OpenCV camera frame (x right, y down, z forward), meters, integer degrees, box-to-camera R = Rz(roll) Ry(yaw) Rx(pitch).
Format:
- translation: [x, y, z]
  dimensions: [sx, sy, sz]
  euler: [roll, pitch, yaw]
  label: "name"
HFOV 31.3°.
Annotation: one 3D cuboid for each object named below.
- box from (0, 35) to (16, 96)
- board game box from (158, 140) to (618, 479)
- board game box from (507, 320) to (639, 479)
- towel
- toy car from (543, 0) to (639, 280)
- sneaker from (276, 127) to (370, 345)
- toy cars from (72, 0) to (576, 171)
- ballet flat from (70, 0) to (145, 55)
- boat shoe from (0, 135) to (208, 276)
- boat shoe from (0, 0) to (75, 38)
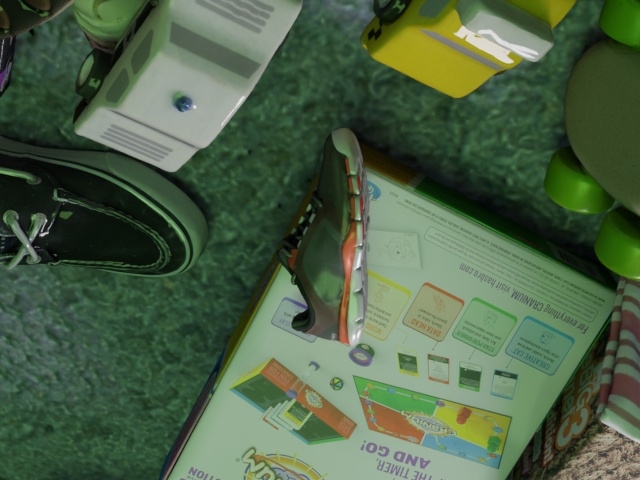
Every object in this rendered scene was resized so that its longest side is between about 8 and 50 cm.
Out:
- translation: [-0.276, -0.191, 0.832]
  dimensions: [0.116, 0.029, 0.162]
  euler: [20, 129, -2]
  label: "box"
- translation: [0.046, 0.111, 0.889]
  dimensions: [0.242, 0.064, 0.317]
  euler: [27, 106, -7]
  label: "board game box"
- translation: [0.264, 0.208, 0.931]
  dimensions: [0.232, 0.141, 0.291]
  euler: [28, 128, -8]
  label: "board game box"
- translation: [0.269, 0.074, 0.796]
  dimensions: [0.144, 0.197, 0.029]
  euler: [27, 144, -8]
  label: "towel"
- translation: [0.269, -0.072, 0.754]
  dimensions: [0.188, 0.149, 0.155]
  euler: [-1, 126, -19]
  label: "toy car"
- translation: [0.000, 0.000, 0.792]
  dimensions: [0.064, 0.061, 0.158]
  euler: [2, 107, 7]
  label: "sneaker"
- translation: [0.010, -0.130, 0.729]
  dimensions: [0.393, 0.087, 0.176]
  euler: [-14, 136, 8]
  label: "toy cars"
- translation: [-0.129, -0.196, 0.761]
  dimensions: [0.077, 0.079, 0.221]
  euler: [30, 128, 5]
  label: "ballet flat"
- translation: [-0.242, -0.023, 0.902]
  dimensions: [0.301, 0.102, 0.108]
  euler: [20, 128, -2]
  label: "boat shoe"
- translation: [-0.220, -0.186, 0.713]
  dimensions: [0.324, 0.120, 0.123]
  euler: [-15, 116, 36]
  label: "boat shoe"
